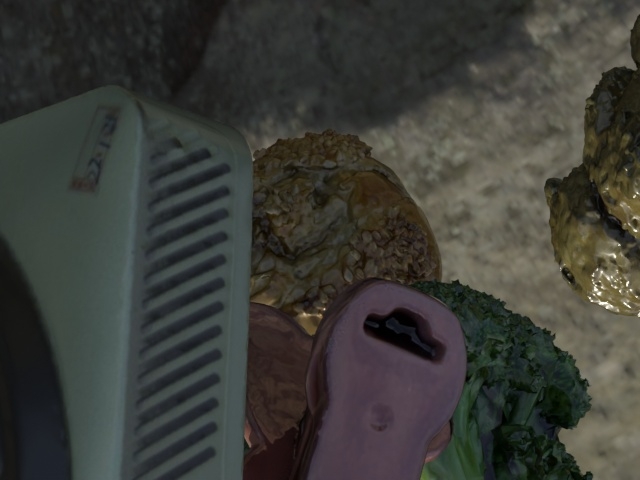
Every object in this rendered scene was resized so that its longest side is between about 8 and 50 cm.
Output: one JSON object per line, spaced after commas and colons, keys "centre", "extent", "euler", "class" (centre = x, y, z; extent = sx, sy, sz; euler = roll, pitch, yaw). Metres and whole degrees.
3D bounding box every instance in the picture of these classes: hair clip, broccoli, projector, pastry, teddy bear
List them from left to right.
{"centre": [-0.132, 0.101, 0.464], "extent": [0.259, 0.257, 0.079], "euler": [-13, 159, 43], "class": "projector"}
{"centre": [0.000, 0.000, 1.731], "extent": [0.255, 0.311, 0.162], "euler": [-26, 148, -12], "class": "pastry"}
{"centre": [0.005, 0.090, 0.631], "extent": [0.123, 0.138, 0.102], "euler": [18, 162, -14], "class": "hair clip"}
{"centre": [0.065, 0.166, 1.022], "extent": [0.307, 0.275, 0.308], "euler": [-15, 124, -23], "class": "broccoli"}
{"centre": [0.299, -0.035, 1.344], "extent": [0.156, 0.267, 0.256], "euler": [-21, 153, -24], "class": "teddy bear"}
